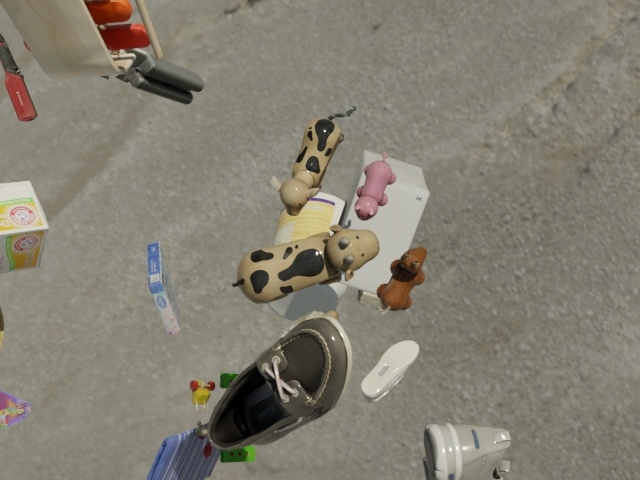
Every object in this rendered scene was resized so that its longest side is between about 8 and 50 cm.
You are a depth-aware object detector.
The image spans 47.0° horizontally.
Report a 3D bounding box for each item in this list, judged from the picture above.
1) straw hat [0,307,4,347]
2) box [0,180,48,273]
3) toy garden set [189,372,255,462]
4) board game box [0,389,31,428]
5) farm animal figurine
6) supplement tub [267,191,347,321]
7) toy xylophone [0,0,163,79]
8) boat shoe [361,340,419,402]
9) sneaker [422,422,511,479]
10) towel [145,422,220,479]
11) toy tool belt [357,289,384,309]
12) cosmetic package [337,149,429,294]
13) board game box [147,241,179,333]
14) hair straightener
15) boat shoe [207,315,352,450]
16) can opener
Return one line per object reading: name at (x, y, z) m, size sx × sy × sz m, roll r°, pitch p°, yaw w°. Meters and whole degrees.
straw hat at (-0.627, 0.157, 1.300) m, size 0.061 × 0.144 × 0.144 m, roll -3°, pitch 52°, yaw 7°
box at (-0.550, -0.012, 1.159) m, size 0.103 × 0.203 × 0.114 m, roll 59°, pitch 138°, yaw 25°
toy garden set at (-0.281, 0.499, 2.073) m, size 0.049 × 0.204 × 0.244 m, roll -19°, pitch 67°, yaw 45°
board game box at (-0.566, 0.259, 1.211) m, size 0.169 × 0.133 × 0.033 m, roll 16°, pitch 104°, yaw 19°
farm animal figurine at (0.000, 0.000, 1.143) m, size 0.327 × 0.172 × 0.330 m, roll -34°, pitch 85°, yaw 5°
supplement tub at (-0.028, 0.049, 2.150) m, size 0.241 × 0.241 × 0.331 m, roll -17°, pitch 43°, yaw 32°
toy xylophone at (-0.345, -0.343, 1.034) m, size 0.236 × 0.322 × 0.081 m, roll 3°, pitch 55°, yaw 4°
boat shoe at (0.169, 0.316, 1.759) m, size 0.066 × 0.063 × 0.184 m, roll 28°, pitch 59°, yaw 27°
sneaker at (0.206, 0.332, 1.019) m, size 0.115 × 0.281 × 0.105 m, roll -7°, pitch 59°, yaw 3°
towel at (-0.382, 0.624, 2.110) m, size 0.040 × 0.336 × 0.243 m, roll 31°, pitch 104°, yaw 23°
toy tool belt at (0.130, 0.133, 1.816) m, size 0.051 × 0.083 × 0.052 m, roll -89°, pitch 21°, yaw -55°
cosmetic package at (0.111, -0.039, 1.469) m, size 0.224 × 0.138 × 0.224 m, roll -82°, pitch 10°, yaw -73°
board game box at (-0.212, 0.064, 0.991) m, size 0.020 × 0.090 × 0.090 m, roll -15°, pitch 37°, yaw -4°
hair straightener at (-0.707, -0.379, 1.671) m, size 0.047 × 0.230 × 0.089 m, roll -26°, pitch 11°, yaw -10°
boat shoe at (-0.063, 0.211, 0.989) m, size 0.112 × 0.095 × 0.335 m, roll 59°, pitch 143°, yaw 17°
can opener at (-0.351, -0.345, 1.440) m, size 0.076 × 0.283 × 0.095 m, roll -44°, pitch 67°, yaw 20°
